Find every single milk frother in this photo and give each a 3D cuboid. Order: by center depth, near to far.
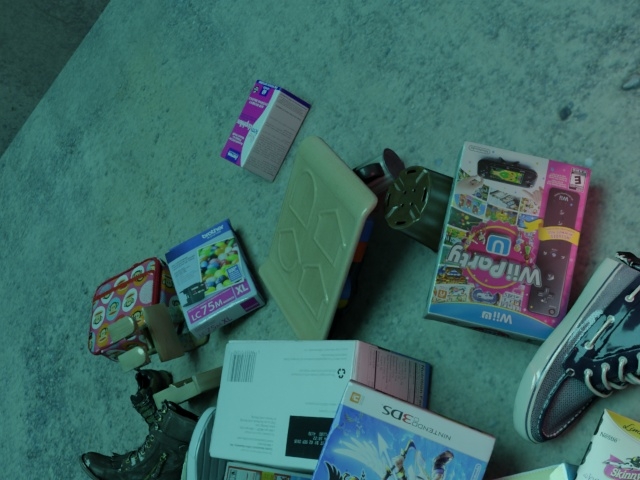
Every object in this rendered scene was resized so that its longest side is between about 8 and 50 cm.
[{"bbox_3d":[0.115,-0.098,1.671,0.135,0.129,0.143,-29,97,32],"label":"milk frother"}]

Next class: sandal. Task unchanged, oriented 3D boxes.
[{"bbox_3d":[0.030,0.131,1.675,0.097,0.054,0.254,41,111,53],"label":"sandal"}]

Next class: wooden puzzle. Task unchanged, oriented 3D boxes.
[{"bbox_3d":[0.000,0.000,1.621,0.322,0.080,0.348,53,128,51],"label":"wooden puzzle"}]

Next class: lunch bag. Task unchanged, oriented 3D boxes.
[{"bbox_3d":[-0.497,0.173,2.115,0.293,0.120,0.258,-25,52,33],"label":"lunch bag"}]

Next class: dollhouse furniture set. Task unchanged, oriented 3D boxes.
[{"bbox_3d":[-0.341,0.258,1.860,0.161,0.212,0.242,-28,80,34],"label":"dollhouse furniture set"}]

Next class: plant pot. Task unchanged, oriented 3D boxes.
[{"bbox_3d":[0.219,-0.056,1.465,0.167,0.165,0.167,-33,47,43],"label":"plant pot"}]

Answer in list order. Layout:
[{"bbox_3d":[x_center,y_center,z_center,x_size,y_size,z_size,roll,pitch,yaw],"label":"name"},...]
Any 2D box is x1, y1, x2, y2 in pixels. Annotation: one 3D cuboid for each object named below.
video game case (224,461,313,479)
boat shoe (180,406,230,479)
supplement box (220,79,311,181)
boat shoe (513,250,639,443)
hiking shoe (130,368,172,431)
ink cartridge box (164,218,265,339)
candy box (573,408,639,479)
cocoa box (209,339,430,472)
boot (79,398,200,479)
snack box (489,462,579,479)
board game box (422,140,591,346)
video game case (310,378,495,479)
[{"bbox_3d":[-0.111,0.576,1.619,0.285,0.025,0.204,-6,67,43],"label":"video game case"},{"bbox_3d":[-0.271,0.519,1.743,0.094,0.109,0.302,-2,73,45],"label":"boat shoe"},{"bbox_3d":[-0.139,-0.275,1.971,0.111,0.114,0.220,28,94,46],"label":"supplement box"},{"bbox_3d":[0.436,0.187,1.190,0.158,0.127,0.340,34,95,54],"label":"boat shoe"},{"bbox_3d":[-0.419,0.416,1.923,0.086,0.114,0.227,-39,49,25],"label":"hiking shoe"},{"bbox_3d":[-0.271,0.075,1.930,0.186,0.065,0.311,-29,48,1],"label":"ink cartridge box"},{"bbox_3d":[0.434,0.378,1.102,0.159,0.071,0.233,20,75,33],"label":"candy box"},{"bbox_3d":[-0.001,0.320,1.479,0.347,0.228,0.231,-8,68,42],"label":"cocoa box"},{"bbox_3d":[-0.393,0.465,1.802,0.229,0.263,0.091,-64,16,10],"label":"boot"},{"bbox_3d":[0.280,0.485,1.258,0.322,0.060,0.187,-26,56,34],"label":"snack box"},{"bbox_3d":[0.315,0.008,1.328,0.224,0.097,0.303,13,80,4],"label":"board game box"},{"bbox_3d":[0.110,0.386,1.220,0.244,0.061,0.269,20,85,9],"label":"video game case"}]
